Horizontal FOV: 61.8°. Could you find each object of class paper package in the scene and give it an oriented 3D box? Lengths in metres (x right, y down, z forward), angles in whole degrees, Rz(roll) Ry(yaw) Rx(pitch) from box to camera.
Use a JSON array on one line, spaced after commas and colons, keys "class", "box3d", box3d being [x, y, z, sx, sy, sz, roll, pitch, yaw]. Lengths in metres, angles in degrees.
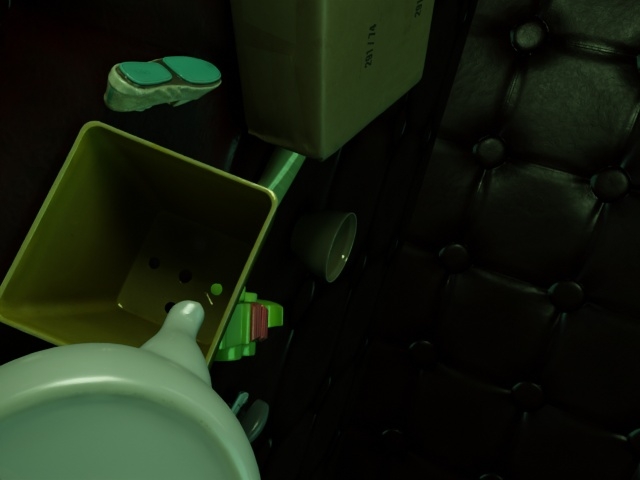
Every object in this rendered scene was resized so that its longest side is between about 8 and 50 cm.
[{"class": "paper package", "box3d": [0.029, -0.336, 0.770, 0.309, 0.168, 0.325, -44, 150, -32]}]

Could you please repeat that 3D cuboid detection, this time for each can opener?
[{"class": "can opener", "box3d": [-0.208, 0.436, 1.085, 0.280, 0.093, 0.074, -56, 159, -25]}]

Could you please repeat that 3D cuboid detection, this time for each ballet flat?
[{"class": "ballet flat", "box3d": [-0.180, -0.177, 0.611, 0.052, 0.057, 0.168, -48, 171, 31]}]

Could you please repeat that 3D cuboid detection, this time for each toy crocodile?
[{"class": "toy crocodile", "box3d": [-0.128, 0.133, 0.875, 0.340, 0.105, 0.115, 80, 11, -81]}]

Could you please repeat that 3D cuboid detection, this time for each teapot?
[{"class": "teapot", "box3d": [-0.174, 0.193, 0.380, 0.255, 0.187, 0.253, -10, 91, -26]}]

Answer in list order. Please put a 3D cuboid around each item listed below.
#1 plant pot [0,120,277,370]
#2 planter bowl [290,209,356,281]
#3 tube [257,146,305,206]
[{"class": "plant pot", "box3d": [-0.174, 0.028, 0.598, 0.187, 0.212, 0.212, 87, 25, -80]}, {"class": "planter bowl", "box3d": [0.000, 0.000, 1.199, 0.162, 0.109, 0.162, -55, 156, -40]}, {"class": "tube", "box3d": [-0.069, -0.133, 0.961, 0.070, 0.062, 0.240, 29, 84, -28]}]
